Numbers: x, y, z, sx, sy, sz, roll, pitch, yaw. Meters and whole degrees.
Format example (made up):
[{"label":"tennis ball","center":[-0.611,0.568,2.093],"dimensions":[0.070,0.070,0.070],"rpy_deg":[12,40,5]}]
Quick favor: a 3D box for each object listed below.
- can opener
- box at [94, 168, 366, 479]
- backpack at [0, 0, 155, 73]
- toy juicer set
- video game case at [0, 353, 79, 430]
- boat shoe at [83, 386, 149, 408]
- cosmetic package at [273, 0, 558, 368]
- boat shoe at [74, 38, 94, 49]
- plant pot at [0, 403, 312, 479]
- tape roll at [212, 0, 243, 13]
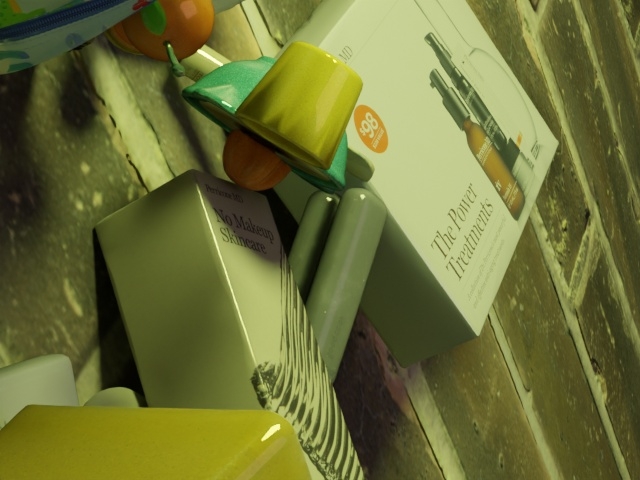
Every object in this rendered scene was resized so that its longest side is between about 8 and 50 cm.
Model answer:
[{"label":"can opener","center":[-0.032,0.077,1.104],"dimensions":[0.095,0.076,0.283],"rpy_deg":[36,64,-40]},{"label":"box","center":[-0.058,0.096,0.991],"dimensions":[0.113,0.094,0.275],"rpy_deg":[17,49,-61]},{"label":"backpack","center":[-0.132,-0.251,0.761],"dimensions":[0.355,0.273,0.290],"rpy_deg":[-30,73,-24]},{"label":"toy juicer set","center":[-0.068,-0.097,1.016],"dimensions":[0.089,0.209,0.329],"rpy_deg":[-60,174,-3]},{"label":"video game case","center":[-0.208,0.252,0.795],"dimensions":[0.300,0.036,0.329],"rpy_deg":[-16,97,-63]},{"label":"boat shoe","center":[-0.129,0.131,0.982],"dimensions":[0.137,0.043,0.049],"rpy_deg":[11,55,-62]},{"label":"cosmetic package","center":[0.086,-0.103,1.354],"dimensions":[0.284,0.097,0.377],"rpy_deg":[52,34,-15]},{"label":"boat shoe","center":[-0.179,-0.290,0.927],"dimensions":[0.122,0.120,0.324],"rpy_deg":[3,80,-63]},{"label":"plant pot","center":[-0.118,0.225,0.739],"dimensions":[0.187,0.212,0.212],"rpy_deg":[-36,114,-46]},{"label":"tape roll","center":[-0.060,-0.273,1.054],"dimensions":[0.072,0.219,0.219],"rpy_deg":[45,20,17]}]
